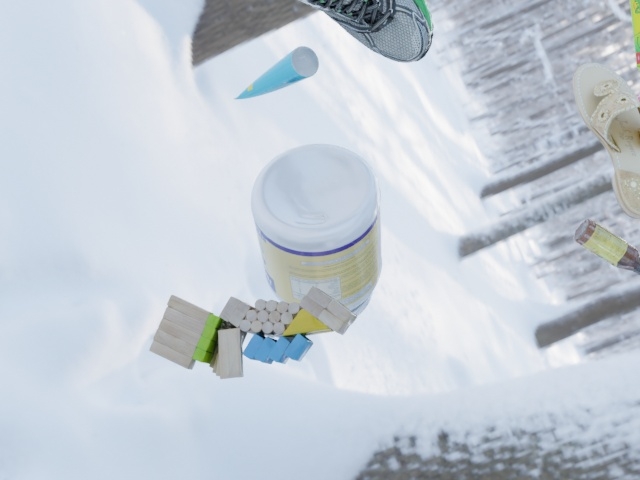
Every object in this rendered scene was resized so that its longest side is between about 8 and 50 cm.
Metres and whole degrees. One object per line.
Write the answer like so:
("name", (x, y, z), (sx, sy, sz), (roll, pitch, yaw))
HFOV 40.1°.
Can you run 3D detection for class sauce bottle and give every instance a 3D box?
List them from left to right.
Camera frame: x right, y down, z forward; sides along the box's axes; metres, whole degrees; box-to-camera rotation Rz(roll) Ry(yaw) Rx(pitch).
("sauce bottle", (0.431, 0.017, 1.277), (0.128, 0.042, 0.042), (32, 19, -5))

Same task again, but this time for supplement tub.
("supplement tub", (0.000, 0.000, 1.713), (0.331, 0.240, 0.241), (84, -6, -54))

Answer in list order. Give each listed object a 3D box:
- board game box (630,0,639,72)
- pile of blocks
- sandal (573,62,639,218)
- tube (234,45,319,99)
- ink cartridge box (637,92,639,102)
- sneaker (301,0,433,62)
("board game box", (0.541, -0.361, 1.445), (0.092, 0.043, 0.182), (15, 70, -60))
("pile of blocks", (-0.107, 0.166, 1.517), (0.112, 0.361, 0.149), (36, 51, -69))
("sandal", (0.417, -0.153, 1.184), (0.079, 0.088, 0.240), (97, -19, -72))
("tube", (-0.074, -0.280, 1.520), (0.207, 0.080, 0.052), (-14, -87, 59))
("ink cartridge box", (0.764, -0.280, 1.792), (0.158, 0.092, 0.218), (40, -3, -2))
("sneaker", (0.023, -0.369, 1.286), (0.343, 0.134, 0.146), (34, 38, -20))
